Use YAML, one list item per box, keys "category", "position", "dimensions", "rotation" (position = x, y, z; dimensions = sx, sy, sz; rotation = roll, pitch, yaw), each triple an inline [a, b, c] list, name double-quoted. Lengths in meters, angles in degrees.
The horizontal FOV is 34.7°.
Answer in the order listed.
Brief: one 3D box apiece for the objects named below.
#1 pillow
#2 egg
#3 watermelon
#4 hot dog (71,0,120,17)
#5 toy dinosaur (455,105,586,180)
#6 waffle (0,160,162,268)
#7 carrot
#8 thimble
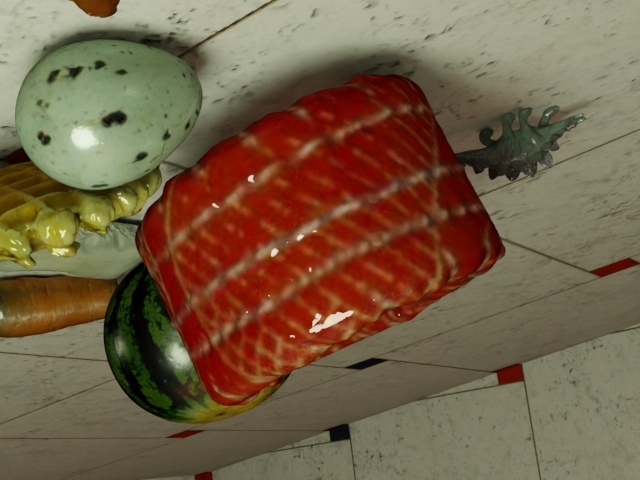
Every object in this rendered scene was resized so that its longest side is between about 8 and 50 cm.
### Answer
- category: "pillow"
  position: [-0.312, 0.008, 1.263]
  dimensions: [0.229, 0.051, 0.128]
  rotation: [6, 147, -46]
- category: "egg"
  position: [-0.182, -0.114, 0.890]
  dimensions: [0.164, 0.131, 0.131]
  rotation: [-25, 170, -31]
- category: "watermelon"
  position: [-0.159, 0.124, 1.396]
  dimensions: [0.269, 0.269, 0.269]
  rotation: [-11, 161, -4]
- category: "hot dog"
  position: [-0.156, -0.211, 0.656]
  dimensions: [0.123, 0.093, 0.261]
  rotation: [-11, 161, -3]
- category: "toy dinosaur"
  position: [0.217, -0.108, 1.228]
  dimensions: [0.209, 0.082, 0.039]
  rotation: [-16, 154, 15]
- category: "waffle"
  position: [-0.285, -0.035, 0.977]
  dimensions: [0.261, 0.056, 0.250]
  rotation: [-10, -159, 13]
- category: "carrot"
  position: [-0.375, 0.088, 1.411]
  dimensions: [0.193, 0.087, 0.087]
  rotation: [-4, 160, -35]
- category: "thimble"
  position: [0.000, 0.000, 1.057]
  dimensions: [0.350, 0.230, 0.350]
  rotation: [-26, 171, -4]
